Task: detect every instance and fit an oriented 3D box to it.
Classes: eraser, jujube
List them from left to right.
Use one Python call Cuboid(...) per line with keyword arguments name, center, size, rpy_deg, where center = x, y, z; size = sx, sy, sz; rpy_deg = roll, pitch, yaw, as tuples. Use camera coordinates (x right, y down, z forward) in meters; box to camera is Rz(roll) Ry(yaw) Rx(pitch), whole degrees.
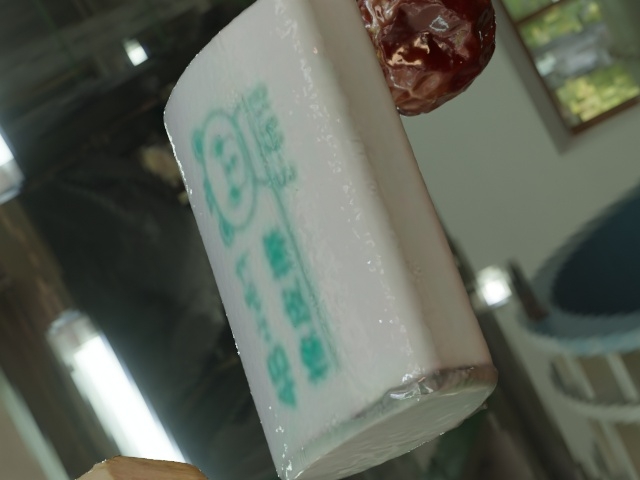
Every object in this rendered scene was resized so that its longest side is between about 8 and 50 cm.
Cuboid(name="eraser", center=(0.000, 0.000, 1.166), size=(0.104, 0.189, 0.290), rpy_deg=(-7, -113, -32))
Cuboid(name="jujube", center=(0.076, -0.244, 1.865), size=(0.213, 0.213, 0.232), rpy_deg=(54, -176, -24))

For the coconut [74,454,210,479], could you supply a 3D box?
Cuboid(name="coconut", center=(-0.212, 0.385, 2.130), size=(0.259, 0.259, 0.259), rpy_deg=(50, -156, -32))
